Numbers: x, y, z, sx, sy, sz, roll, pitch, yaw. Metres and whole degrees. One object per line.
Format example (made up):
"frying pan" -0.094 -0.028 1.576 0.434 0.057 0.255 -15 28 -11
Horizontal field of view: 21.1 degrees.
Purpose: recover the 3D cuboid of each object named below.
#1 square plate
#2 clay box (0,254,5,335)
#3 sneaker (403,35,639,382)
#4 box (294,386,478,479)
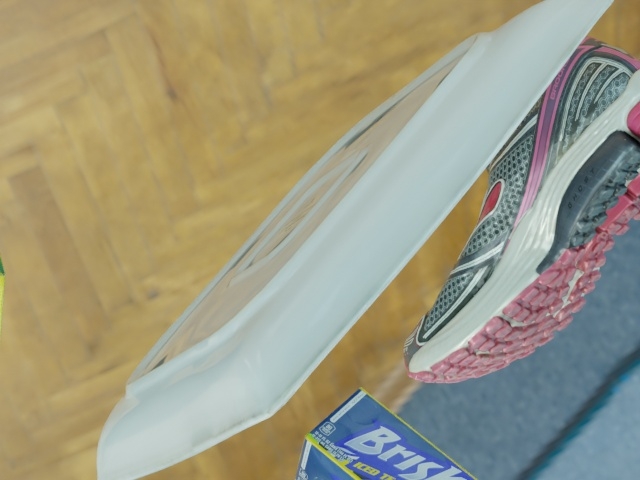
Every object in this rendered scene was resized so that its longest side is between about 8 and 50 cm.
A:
"square plate" 0.000 0.000 1.083 0.344 0.049 0.347 -50 -172 -25
"clay box" -0.265 0.064 1.226 0.053 0.127 0.222 -4 133 -20
"sneaker" 0.154 -0.011 1.262 0.121 0.112 0.299 0 133 -51
"box" 0.066 0.170 1.071 0.059 0.169 0.054 -39 155 -34
